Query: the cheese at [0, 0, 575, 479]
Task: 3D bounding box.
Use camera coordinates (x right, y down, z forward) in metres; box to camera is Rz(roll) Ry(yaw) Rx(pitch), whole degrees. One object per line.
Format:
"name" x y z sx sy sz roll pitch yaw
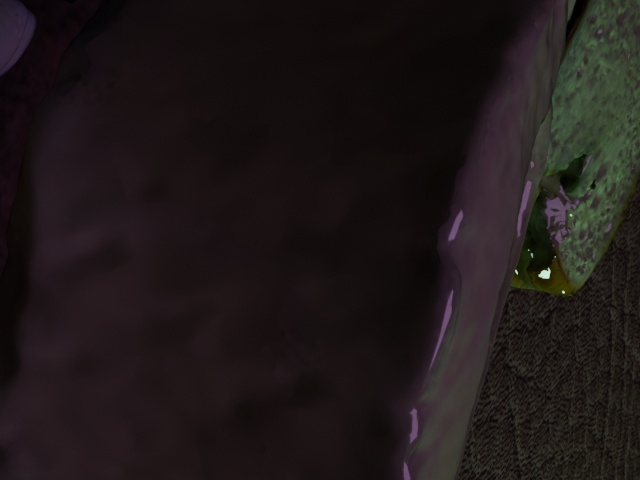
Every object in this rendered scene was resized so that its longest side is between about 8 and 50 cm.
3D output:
"cheese" 0.003 -0.001 0.540 0.292 0.153 0.332 94 12 -50

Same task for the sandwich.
"sandwich" 0.160 -0.104 0.939 0.249 0.095 0.273 -65 153 -14

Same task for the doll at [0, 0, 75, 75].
"doll" -0.076 -0.175 0.359 0.177 0.141 0.314 20 91 -61
